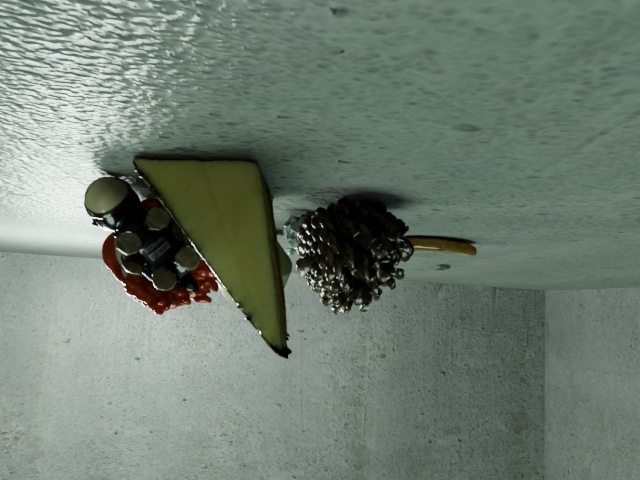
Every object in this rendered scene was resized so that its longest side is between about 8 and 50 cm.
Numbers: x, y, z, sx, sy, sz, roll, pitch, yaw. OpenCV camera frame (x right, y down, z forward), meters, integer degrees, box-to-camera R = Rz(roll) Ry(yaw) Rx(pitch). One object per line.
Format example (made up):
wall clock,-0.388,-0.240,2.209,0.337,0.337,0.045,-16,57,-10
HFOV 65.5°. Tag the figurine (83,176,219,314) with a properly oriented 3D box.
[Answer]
figurine,-0.363,0.010,1.073,0.306,0.241,0.412,29,167,6

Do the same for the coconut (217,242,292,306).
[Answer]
coconut,-0.214,0.078,1.576,0.259,0.259,0.259,4,173,0

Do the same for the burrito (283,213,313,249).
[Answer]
burrito,0.000,0.000,1.345,0.139,0.101,0.445,-2,170,14

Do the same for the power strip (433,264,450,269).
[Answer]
power strip,0.571,0.128,2.352,0.051,0.019,0.136,2,173,-1

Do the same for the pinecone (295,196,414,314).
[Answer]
pinecone,0.073,0.023,1.028,0.257,0.243,0.243,-22,171,2

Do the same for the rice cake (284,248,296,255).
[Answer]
rice cake,-0.153,0.053,2.107,0.033,0.029,0.171,15,167,-27

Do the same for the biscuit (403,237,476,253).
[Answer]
biscuit,0.319,0.019,1.563,0.309,0.040,0.204,-1,172,29

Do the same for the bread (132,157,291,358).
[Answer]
bread,-0.176,0.036,0.886,0.242,0.404,0.345,-7,160,2
